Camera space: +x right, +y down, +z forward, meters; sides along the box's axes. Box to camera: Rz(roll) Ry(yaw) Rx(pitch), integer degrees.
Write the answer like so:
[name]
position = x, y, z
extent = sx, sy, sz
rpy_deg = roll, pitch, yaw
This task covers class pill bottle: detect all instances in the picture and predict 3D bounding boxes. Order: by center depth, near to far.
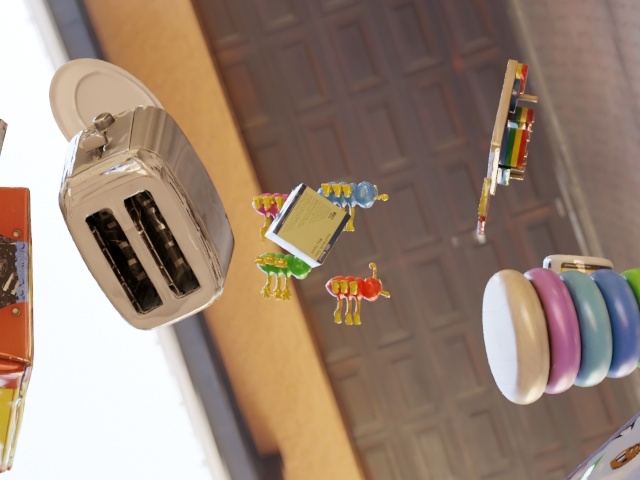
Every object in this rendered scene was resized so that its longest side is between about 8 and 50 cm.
[pill bottle]
position = 0.374, 0.116, 2.097
extent = 0.103, 0.103, 0.184
rpy_deg = 35, -120, -83

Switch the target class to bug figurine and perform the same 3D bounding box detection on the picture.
[bug figurine]
position = 0.000, 0.000, 2.179
extent = 0.072, 0.216, 0.279
rpy_deg = -73, -16, -47

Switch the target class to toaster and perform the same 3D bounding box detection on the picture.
[toaster]
position = -0.164, -0.011, 1.371
extent = 0.146, 0.129, 0.227
rpy_deg = -91, -23, -69

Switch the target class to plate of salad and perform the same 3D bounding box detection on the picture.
[plate of salad]
position = -0.285, -0.160, 1.932
extent = 0.200, 0.048, 0.200
rpy_deg = 27, -137, -28

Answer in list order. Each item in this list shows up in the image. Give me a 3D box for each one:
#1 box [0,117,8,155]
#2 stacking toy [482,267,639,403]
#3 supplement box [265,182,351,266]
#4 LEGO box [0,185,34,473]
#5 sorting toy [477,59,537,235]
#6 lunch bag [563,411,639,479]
[box]
position = -0.552, -0.144, 2.170
extent = 0.027, 0.137, 0.094
rpy_deg = 52, -134, -68
[stacking toy]
position = 0.345, 0.080, 1.495
extent = 0.141, 0.330, 0.141
rpy_deg = 172, 90, -81
[supplement box]
position = -0.017, -0.020, 1.976
extent = 0.083, 0.083, 0.056
rpy_deg = 33, 169, -8
[LEGO box]
position = -0.510, 0.117, 1.536
extent = 0.500, 0.372, 0.193
rpy_deg = 125, 143, -65
[sorting toy]
position = 0.249, -0.135, 1.846
extent = 0.132, 0.046, 0.274
rpy_deg = 83, -160, -63
[lunch bag]
position = 0.260, 0.236, 1.155
extent = 0.115, 0.303, 0.243
rpy_deg = 48, -175, -4
